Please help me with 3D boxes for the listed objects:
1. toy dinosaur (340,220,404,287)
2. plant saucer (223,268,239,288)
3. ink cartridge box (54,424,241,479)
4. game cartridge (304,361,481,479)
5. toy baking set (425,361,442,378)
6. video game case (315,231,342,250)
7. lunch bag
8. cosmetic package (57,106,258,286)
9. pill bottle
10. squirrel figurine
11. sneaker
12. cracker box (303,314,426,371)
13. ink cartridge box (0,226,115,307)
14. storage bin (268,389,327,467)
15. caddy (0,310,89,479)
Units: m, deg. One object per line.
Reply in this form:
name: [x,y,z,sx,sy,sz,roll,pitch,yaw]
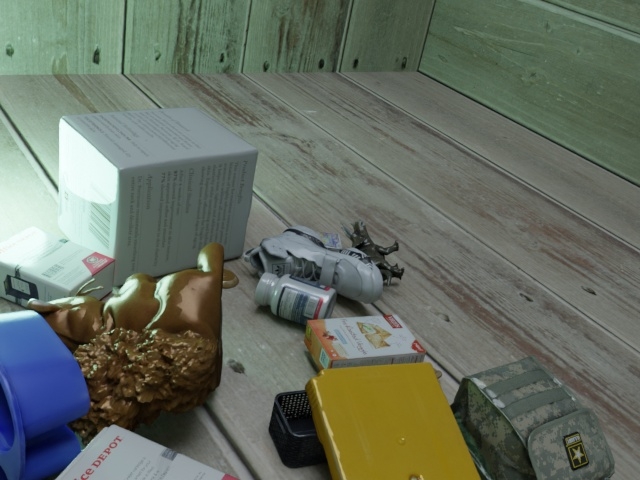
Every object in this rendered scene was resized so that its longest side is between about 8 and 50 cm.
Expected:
toy dinosaur: [0.142,0.070,2.022,0.160,0.121,0.313,-2,34,-1]
plant saucer: [-0.251,0.095,1.895,0.084,0.015,0.083,9,28,-5]
ink cartridge box: [-0.268,0.438,1.154,0.283,0.117,0.207,19,29,12]
game cartridge: [0.139,0.381,1.365,0.285,0.052,0.323,2,48,-26]
toy baking set: [0.148,0.302,1.661,0.256,0.030,0.197,-3,29,-26]
video game case: [0.000,0.000,2.168,0.122,0.011,0.087,7,28,-10]
lunch bag: [0.424,0.390,1.465,0.235,0.168,0.287,-7,41,-37]
cosmetic package: [-0.426,-0.131,1.909,0.394,0.329,0.327,-13,37,-40]
pill bottle: [-0.061,0.142,1.785,0.180,0.107,0.108,18,29,12]
squirrel figurine: [-0.378,0.197,1.406,0.371,0.281,0.397,2,27,-5]
sneaker: [-0.026,0.081,1.889,0.210,0.137,0.366,-18,35,-42]
cracker box: [0.098,0.239,1.658,0.232,0.067,0.155,-1,27,-23]
ink cartridge box: [-0.624,0.076,1.695,0.237,0.100,0.172,20,29,13]
storage bin: [0.002,0.360,1.437,0.180,0.084,0.122,-3,32,-23]
caddy: [-0.539,0.267,1.240,0.179,0.241,0.341,-8,33,-44]
